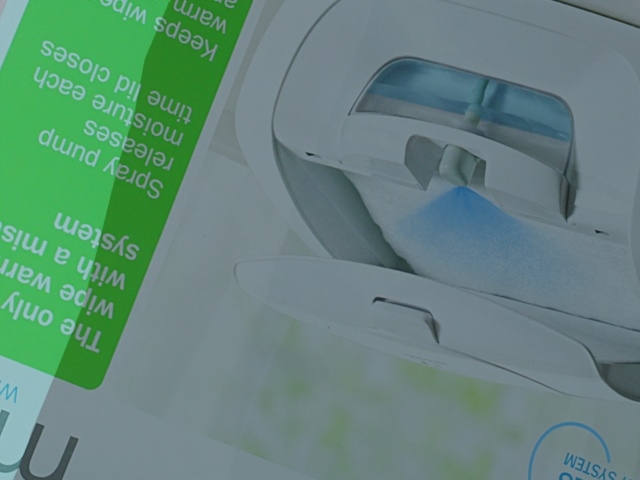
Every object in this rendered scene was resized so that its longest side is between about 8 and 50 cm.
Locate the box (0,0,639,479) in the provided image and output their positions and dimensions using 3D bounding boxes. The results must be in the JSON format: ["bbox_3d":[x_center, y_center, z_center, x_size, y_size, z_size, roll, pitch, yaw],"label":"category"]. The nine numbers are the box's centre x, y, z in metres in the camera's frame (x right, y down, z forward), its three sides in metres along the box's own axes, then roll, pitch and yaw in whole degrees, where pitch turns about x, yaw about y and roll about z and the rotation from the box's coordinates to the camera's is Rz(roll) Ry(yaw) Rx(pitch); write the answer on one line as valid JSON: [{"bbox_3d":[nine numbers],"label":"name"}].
[{"bbox_3d":[0.000,0.000,0.545,0.262,0.127,0.231,25,80,-22],"label":"box"}]
